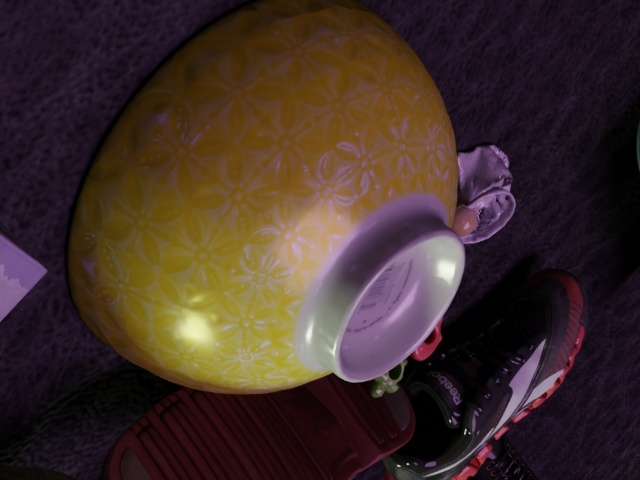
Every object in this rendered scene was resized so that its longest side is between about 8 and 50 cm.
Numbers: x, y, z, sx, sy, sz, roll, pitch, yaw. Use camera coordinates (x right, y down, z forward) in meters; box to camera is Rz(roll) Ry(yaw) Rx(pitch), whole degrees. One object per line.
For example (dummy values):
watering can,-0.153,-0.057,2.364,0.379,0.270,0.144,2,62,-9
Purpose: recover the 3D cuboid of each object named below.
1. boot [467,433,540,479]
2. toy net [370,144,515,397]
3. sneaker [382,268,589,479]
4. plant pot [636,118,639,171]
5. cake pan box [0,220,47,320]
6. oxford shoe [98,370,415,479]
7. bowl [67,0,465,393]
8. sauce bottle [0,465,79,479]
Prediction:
boot,0.204,0.243,1.394,0.077,0.137,0.198,-44,148,-12
toy net,0.105,0.018,1.052,0.232,0.045,0.122,-48,127,-26
sneaker,0.154,0.132,1.244,0.276,0.097,0.135,-48,152,-2
plant pot,0.477,-0.029,1.311,0.341,0.341,0.334,-47,141,-7
cake pan box,-0.279,0.039,0.585,0.246,0.070,0.267,-49,154,-8
oxford shoe,-0.055,0.176,0.974,0.130,0.123,0.348,-41,161,27
bowl,0.000,0.000,0.842,0.289,0.156,0.289,-34,145,-28
sauce bottle,-0.212,0.323,0.829,0.111,0.111,0.344,2,95,-54
